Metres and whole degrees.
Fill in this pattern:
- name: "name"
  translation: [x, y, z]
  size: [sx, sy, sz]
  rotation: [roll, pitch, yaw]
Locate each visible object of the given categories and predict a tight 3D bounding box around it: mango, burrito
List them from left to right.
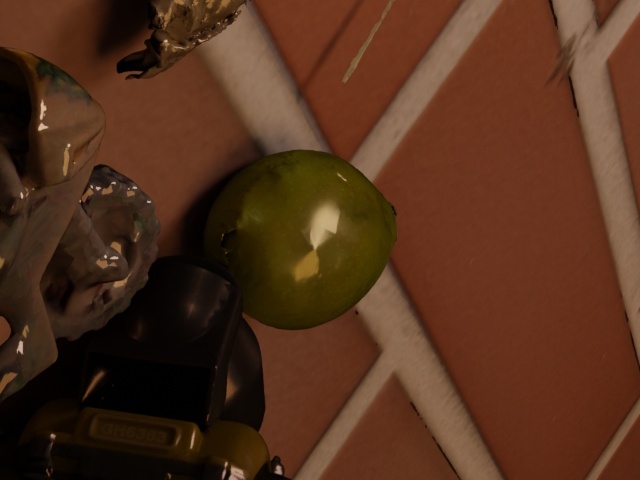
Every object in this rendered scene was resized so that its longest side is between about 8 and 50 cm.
- name: "burrito"
  translation: [-0.024, -0.129, 0.827]
  size: [0.171, 0.042, 0.051]
  rotation: [-41, -179, -27]
- name: "mango"
  translation: [0.000, 0.000, 0.995]
  size: [0.165, 0.074, 0.091]
  rotation: [-7, 122, -62]

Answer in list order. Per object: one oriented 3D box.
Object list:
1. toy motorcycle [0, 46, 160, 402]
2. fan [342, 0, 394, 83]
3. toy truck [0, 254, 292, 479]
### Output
- name: "toy motorcycle"
  translation: [-0.155, 0.008, 0.686]
  size: [0.229, 0.094, 0.130]
  rotation: [-25, 137, -33]
- name: "fan"
  translation: [0.087, -0.211, 0.993]
  size: [0.310, 0.010, 0.182]
  rotation: [-59, 157, -8]
- name: "toy truck"
  translation: [-0.070, 0.124, 0.944]
  size: [0.224, 0.147, 0.165]
  rotation: [83, 16, -54]
